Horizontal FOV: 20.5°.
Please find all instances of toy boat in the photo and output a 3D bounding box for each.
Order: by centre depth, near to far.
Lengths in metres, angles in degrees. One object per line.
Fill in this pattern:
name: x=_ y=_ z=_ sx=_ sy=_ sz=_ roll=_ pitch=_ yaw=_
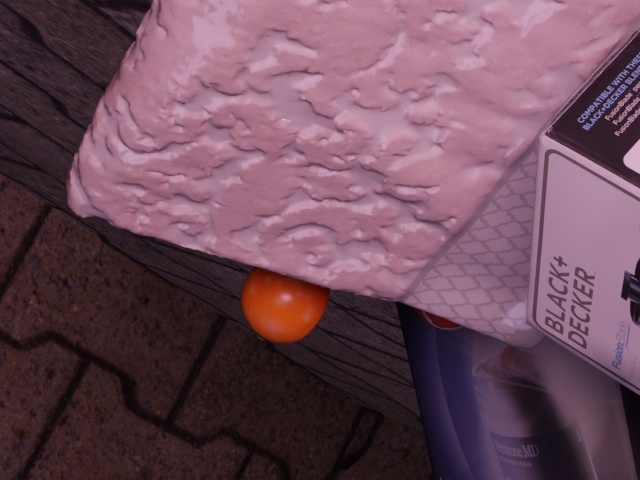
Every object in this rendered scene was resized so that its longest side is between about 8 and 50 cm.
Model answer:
toy boat: x=0.000 y=0.000 z=1.184 sx=0.231 sy=0.151 sz=0.151 roll=27 pitch=171 yaw=2

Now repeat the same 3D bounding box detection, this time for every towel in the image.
towel: x=0.050 y=-0.065 z=0.960 sx=0.317 sy=0.053 sz=0.332 roll=17 pitch=144 yaw=-15

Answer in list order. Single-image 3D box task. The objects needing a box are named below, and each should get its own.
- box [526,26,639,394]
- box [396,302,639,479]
box: x=0.240 y=0.041 z=0.837 sx=0.290 sy=0.087 sz=0.169 roll=34 pitch=153 yaw=23
box: x=0.210 y=0.125 z=1.307 sx=0.183 sy=0.294 sz=0.296 roll=-16 pitch=-171 yaw=-25
